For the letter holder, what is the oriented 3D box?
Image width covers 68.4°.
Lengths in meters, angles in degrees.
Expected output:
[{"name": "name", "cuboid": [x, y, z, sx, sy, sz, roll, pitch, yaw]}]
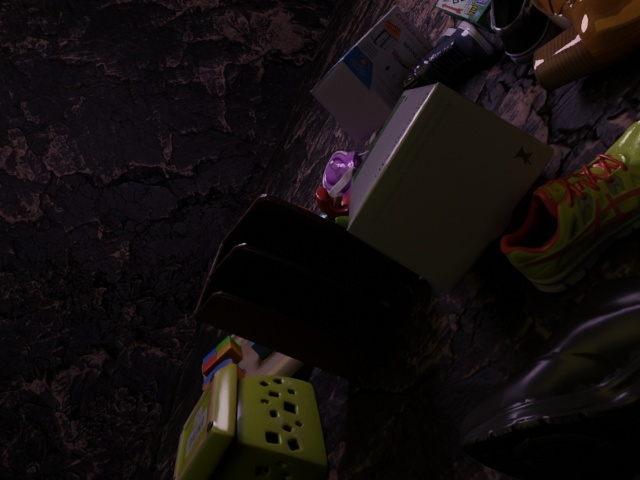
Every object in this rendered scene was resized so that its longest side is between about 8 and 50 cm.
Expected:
[{"name": "letter holder", "cuboid": [-0.014, 0.085, 0.761, 0.214, 0.301, 0.152, -40, 29, 50]}]

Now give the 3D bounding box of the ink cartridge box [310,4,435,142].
[{"name": "ink cartridge box", "cuboid": [0.133, -0.388, 1.110, 0.233, 0.171, 0.168, -52, 13, -26]}]

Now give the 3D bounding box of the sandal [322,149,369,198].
[{"name": "sandal", "cuboid": [0.061, -0.156, 1.175, 0.416, 0.102, 0.169, -154, 80, -72]}]

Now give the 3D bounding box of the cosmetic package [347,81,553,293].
[{"name": "cosmetic package", "cuboid": [0.151, -0.099, 0.678, 0.197, 0.155, 0.365, -59, 4, 15]}]

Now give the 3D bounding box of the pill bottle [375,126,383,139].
[{"name": "pill bottle", "cuboid": [0.170, -0.242, 1.080, 0.065, 0.065, 0.116, -65, 17, -2]}]

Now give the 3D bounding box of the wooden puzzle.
[{"name": "wooden puzzle", "cuboid": [-0.175, 0.270, 1.149, 0.322, 0.080, 0.348, -42, 19, -5]}]

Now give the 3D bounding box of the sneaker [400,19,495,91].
[{"name": "sneaker", "cuboid": [0.247, -0.345, 0.943, 0.163, 0.086, 0.226, -48, 12, 14]}]

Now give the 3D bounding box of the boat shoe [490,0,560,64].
[{"name": "boat shoe", "cuboid": [0.328, -0.438, 0.779, 0.113, 0.105, 0.306, -10, 60, 53]}]

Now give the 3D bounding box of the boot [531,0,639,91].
[{"name": "boot", "cuboid": [0.382, -0.345, 0.600, 0.211, 0.104, 0.295, -27, 45, 54]}]

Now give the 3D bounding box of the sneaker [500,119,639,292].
[{"name": "sneaker", "cuboid": [0.269, -0.041, 0.480, 0.208, 0.094, 0.081, -57, 19, 19]}]

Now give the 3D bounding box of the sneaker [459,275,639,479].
[{"name": "sneaker", "cuboid": [0.236, 0.107, 0.389, 0.286, 0.109, 0.130, -41, 21, 31]}]

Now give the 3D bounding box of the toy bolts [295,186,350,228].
[{"name": "toy bolts", "cuboid": [0.000, 0.000, 1.014, 0.228, 0.218, 0.159, -79, -1, -57]}]

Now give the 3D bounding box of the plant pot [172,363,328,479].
[{"name": "plant pot", "cuboid": [-0.139, 0.381, 0.866, 0.228, 0.207, 0.227, -58, 18, 14]}]

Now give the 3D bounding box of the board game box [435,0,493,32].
[{"name": "board game box", "cuboid": [0.369, -0.579, 1.016, 0.213, 0.046, 0.317, -56, 19, 25]}]

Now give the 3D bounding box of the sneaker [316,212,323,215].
[{"name": "sneaker", "cuboid": [-0.088, -0.004, 1.287, 0.315, 0.182, 0.128, -33, 37, 58]}]
